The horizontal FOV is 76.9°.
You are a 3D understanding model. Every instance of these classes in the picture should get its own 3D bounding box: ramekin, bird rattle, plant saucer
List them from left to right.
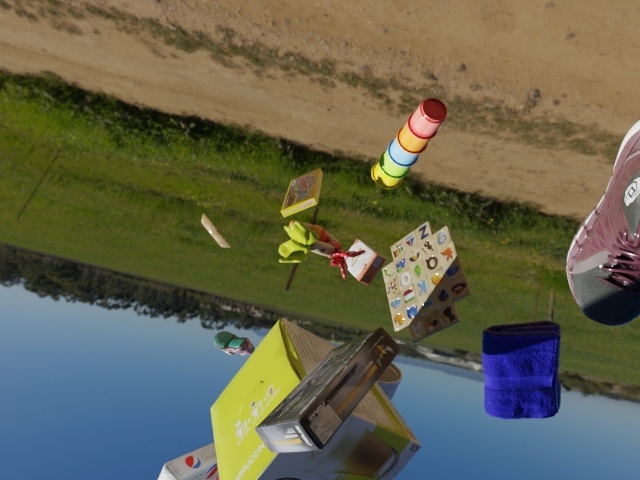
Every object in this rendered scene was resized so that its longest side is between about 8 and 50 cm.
[{"bbox_3d":[-0.202,-0.015,0.768,0.083,0.015,0.083,47,167,15],"label":"plant saucer"},{"bbox_3d":[0.000,0.000,1.224,0.254,0.143,0.207,9,-155,-21],"label":"bird rattle"},{"bbox_3d":[0.203,0.538,1.562,0.207,0.108,0.207,12,-169,-3],"label":"ramekin"}]

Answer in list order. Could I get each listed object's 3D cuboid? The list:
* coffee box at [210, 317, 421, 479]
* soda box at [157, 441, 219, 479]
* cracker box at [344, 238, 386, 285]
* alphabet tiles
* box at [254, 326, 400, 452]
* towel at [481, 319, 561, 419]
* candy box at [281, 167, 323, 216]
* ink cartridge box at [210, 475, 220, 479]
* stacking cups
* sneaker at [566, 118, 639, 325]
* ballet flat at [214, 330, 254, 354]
[{"bbox_3d":[-0.036,0.469,1.024,0.334,0.337,0.338,34,-174,-27],"label":"coffee box"},{"bbox_3d":[-0.366,0.671,1.190,0.069,0.073,0.216,28,-173,30],"label":"soda box"},{"bbox_3d":[0.207,0.102,1.992,0.067,0.155,0.232,30,-173,-27],"label":"cracker box"},{"bbox_3d":[0.306,0.119,1.224,0.011,0.342,0.285,19,138,-32],"label":"alphabet tiles"},{"bbox_3d":[0.013,0.262,0.707,0.056,0.231,0.183,51,140,4],"label":"box"},{"bbox_3d":[0.611,0.399,1.216,0.228,0.307,0.076,-8,-165,5],"label":"towel"},{"bbox_3d":[-0.050,-0.142,1.168,0.105,0.205,0.027,-19,119,16],"label":"candy box"},{"bbox_3d":[-0.245,0.766,1.420,0.283,0.117,0.207,-13,159,3],"label":"ink cartridge box"},{"bbox_3d":[0.211,-0.235,1.010,0.096,0.095,0.316,13,161,-3],"label":"stacking cups"},{"bbox_3d":[0.339,0.013,0.436,0.107,0.162,0.281,11,124,27],"label":"sneaker"},{"bbox_3d":[-0.315,0.387,1.479,0.222,0.077,0.079,-6,124,48],"label":"ballet flat"}]
